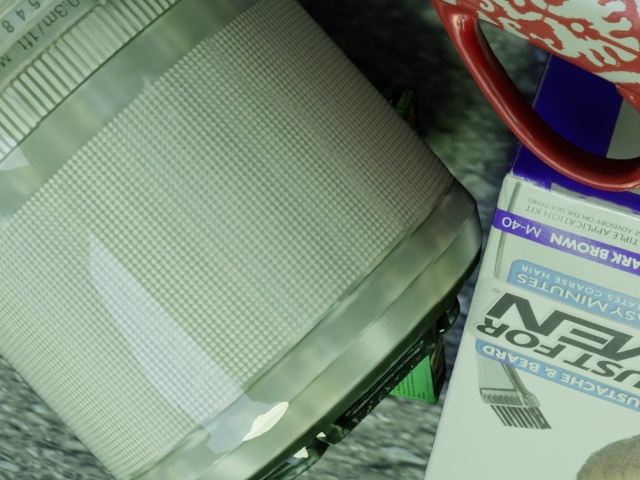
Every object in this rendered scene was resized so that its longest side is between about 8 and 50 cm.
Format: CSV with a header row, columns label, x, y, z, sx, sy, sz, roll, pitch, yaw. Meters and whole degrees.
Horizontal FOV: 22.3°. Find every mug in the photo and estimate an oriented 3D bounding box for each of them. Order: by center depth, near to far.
label,x,y,z,sx,sy,sz,roll,pitch,yaw
mug,0.110,-0.108,0.678,0.169,0.150,0.113,24,-177,8

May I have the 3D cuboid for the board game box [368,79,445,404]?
label,x,y,z,sx,sy,sz,roll,pitch,yaw
board game box,0.000,0.000,0.964,0.136,0.030,0.259,10,141,16

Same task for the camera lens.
label,x,y,z,sx,sy,sz,roll,pitch,yaw
camera lens,-0.075,-0.023,0.778,0.274,0.219,0.219,48,141,-3

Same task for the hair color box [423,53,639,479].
label,x,y,z,sx,sy,sz,roll,pitch,yaw
hair color box,0.170,0.062,0.878,0.185,0.110,0.339,18,145,8
